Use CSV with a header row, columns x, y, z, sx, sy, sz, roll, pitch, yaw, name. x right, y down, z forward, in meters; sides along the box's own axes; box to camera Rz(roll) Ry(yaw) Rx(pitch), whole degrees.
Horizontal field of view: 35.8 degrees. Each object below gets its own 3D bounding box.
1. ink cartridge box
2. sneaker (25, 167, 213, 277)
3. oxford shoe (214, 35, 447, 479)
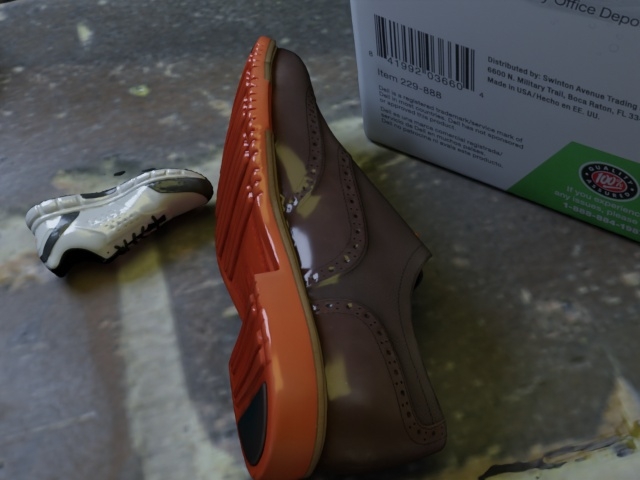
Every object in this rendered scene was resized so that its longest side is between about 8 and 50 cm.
x,y,z,sx,sy,sz,roll,pitch,yaw,name
0.126,-0.154,0.489,0.211,0.289,0.121,25,59,24,ink cartridge box
-0.112,-0.009,0.573,0.109,0.040,0.044,-18,68,-2,sneaker
0.000,0.000,0.526,0.098,0.097,0.271,3,54,-15,oxford shoe
